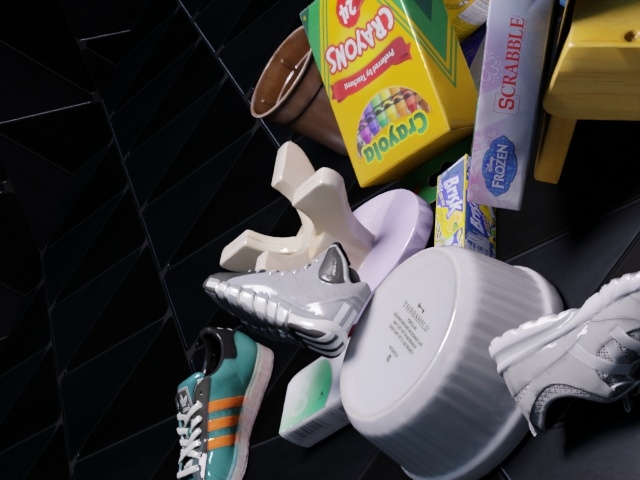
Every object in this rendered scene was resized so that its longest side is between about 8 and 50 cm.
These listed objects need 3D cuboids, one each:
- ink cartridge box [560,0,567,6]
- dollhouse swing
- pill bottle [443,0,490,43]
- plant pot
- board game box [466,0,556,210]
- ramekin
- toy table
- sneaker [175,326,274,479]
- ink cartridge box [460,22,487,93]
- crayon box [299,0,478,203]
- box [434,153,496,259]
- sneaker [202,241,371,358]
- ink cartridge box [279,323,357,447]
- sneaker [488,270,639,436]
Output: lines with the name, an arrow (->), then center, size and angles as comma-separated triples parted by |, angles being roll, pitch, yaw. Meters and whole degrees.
ink cartridge box -> 0.360, -0.407, 1.787 | 0.190, 0.082, 0.140 | -32, 36, 45
dollhouse swing -> 0.393, -0.242, 1.555 | 0.315, 0.305, 0.347 | 3, 55, 18
pill bottle -> 0.195, -0.348, 1.908 | 0.208, 0.117, 0.118 | -38, 31, 35
plant pot -> 0.006, -0.224, 2.189 | 0.167, 0.165, 0.167 | -46, 26, 30
board game box -> 0.229, -0.252, 1.557 | 0.319, 0.065, 0.318 | -69, -15, -53
ramekin -> 0.133, 0.129, 1.555 | 0.273, 0.127, 0.273 | -47, 26, 31
toy table -> 0.000, 0.000, 1.844 | 0.274, 0.160, 0.252 | -45, 29, 35
sneaker -> -0.165, 0.264, 2.014 | 0.108, 0.121, 0.302 | -31, 36, 49
ink cartridge box -> 0.230, -0.250, 1.907 | 0.206, 0.045, 0.208 | -26, 34, 52
crayon box -> 0.102, -0.209, 1.867 | 0.202, 0.081, 0.319 | -33, 73, 49
box -> 0.180, -0.024, 1.737 | 0.059, 0.054, 0.169 | -40, 29, 38
sneaker -> -0.028, 0.053, 1.685 | 0.228, 0.086, 0.132 | 20, 66, 39
ink cartridge box -> 0.032, 0.141, 1.847 | 0.181, 0.056, 0.225 | -37, 33, 41
sneaker -> 0.295, 0.102, 1.339 | 0.281, 0.105, 0.115 | -32, 69, 41
